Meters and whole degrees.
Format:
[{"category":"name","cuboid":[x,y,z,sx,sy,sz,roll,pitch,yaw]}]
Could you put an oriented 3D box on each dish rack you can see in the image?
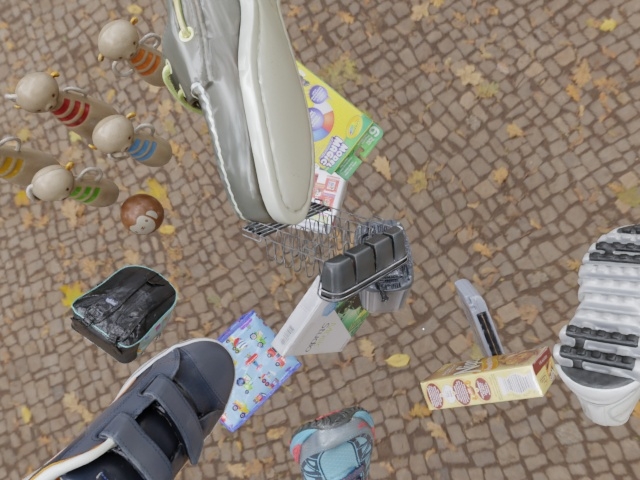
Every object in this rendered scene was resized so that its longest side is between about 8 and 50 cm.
[{"category":"dish rack","cuboid":[0.000,0.000,0.879,0.272,0.208,0.074,21,123,40]}]

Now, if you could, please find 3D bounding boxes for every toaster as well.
[{"category":"toaster","cuboid":[0.146,0.072,1.131,0.129,0.146,0.226,-6,56,0]}]

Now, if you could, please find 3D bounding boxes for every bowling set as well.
[{"category":"bowling set","cuboid":[-0.266,-0.108,0.581,0.287,0.154,0.199,-40,80,7]}]

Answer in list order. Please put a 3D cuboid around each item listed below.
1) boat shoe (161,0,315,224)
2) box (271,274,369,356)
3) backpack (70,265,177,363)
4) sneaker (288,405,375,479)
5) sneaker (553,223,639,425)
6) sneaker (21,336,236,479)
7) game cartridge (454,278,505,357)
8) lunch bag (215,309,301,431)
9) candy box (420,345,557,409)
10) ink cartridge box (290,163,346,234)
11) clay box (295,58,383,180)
[{"category":"boat shoe","cuboid":[-0.074,-0.152,0.383,0.091,0.109,0.304,-13,80,16]},{"category":"box","cuboid":[0.030,0.216,1.359,0.058,0.322,0.232,41,103,29]},{"category":"backpack","cuboid":[-0.407,0.152,1.032,0.166,0.144,0.188,31,49,5]},{"category":"sneaker","cuboid":[0.033,0.301,0.561,0.104,0.261,0.125,-14,39,-16]},{"category":"sneaker","cuboid":[0.375,0.091,0.596,0.110,0.118,0.292,9,49,48]},{"category":"sneaker","cuboid":[-0.196,0.228,0.515,0.321,0.127,0.126,-43,104,-36]},{"category":"game cartridge","cuboid":[0.521,0.276,1.566,0.062,0.198,0.297,-22,103,11]},{"category":"lunch bag","cuboid":[-0.242,0.386,1.407,0.221,0.138,0.293,49,61,-3]},{"category":"candy box","cuboid":[0.460,0.379,1.328,0.317,0.183,0.087,-22,81,36]},{"category":"ink cartridge box","cuboid":[-0.084,-0.146,1.566,0.310,0.130,0.271,13,70,6]},{"category":"clay box","cuboid":[-0.002,-0.223,0.909,0.222,0.053,0.127,37,106,-3]}]
